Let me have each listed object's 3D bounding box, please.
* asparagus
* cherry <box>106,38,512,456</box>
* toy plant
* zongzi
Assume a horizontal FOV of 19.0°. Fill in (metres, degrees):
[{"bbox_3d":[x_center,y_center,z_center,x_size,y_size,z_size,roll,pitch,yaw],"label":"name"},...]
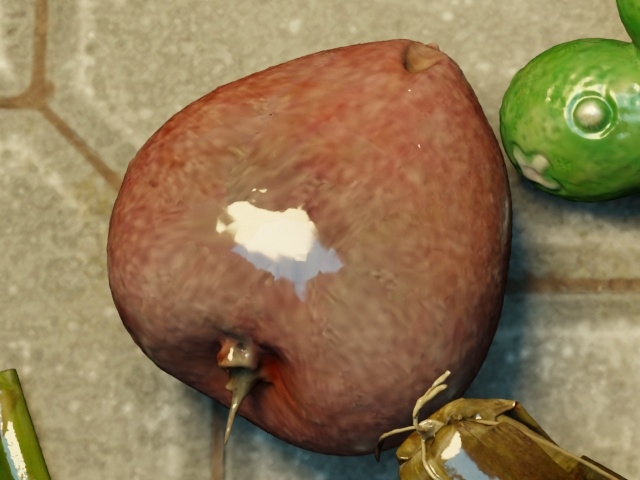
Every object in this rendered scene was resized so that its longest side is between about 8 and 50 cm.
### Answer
[{"bbox_3d":[-0.205,0.178,1.332,0.045,0.041,0.178,-23,77,12],"label":"asparagus"},{"bbox_3d":[0.000,0.000,1.248,0.261,0.221,0.307,28,71,5],"label":"cherry"},{"bbox_3d":[0.246,-0.088,1.247,0.235,0.175,0.218,36,121,15],"label":"toy plant"},{"bbox_3d":[0.158,0.173,1.169,0.248,0.241,0.111,41,104,7],"label":"zongzi"}]
